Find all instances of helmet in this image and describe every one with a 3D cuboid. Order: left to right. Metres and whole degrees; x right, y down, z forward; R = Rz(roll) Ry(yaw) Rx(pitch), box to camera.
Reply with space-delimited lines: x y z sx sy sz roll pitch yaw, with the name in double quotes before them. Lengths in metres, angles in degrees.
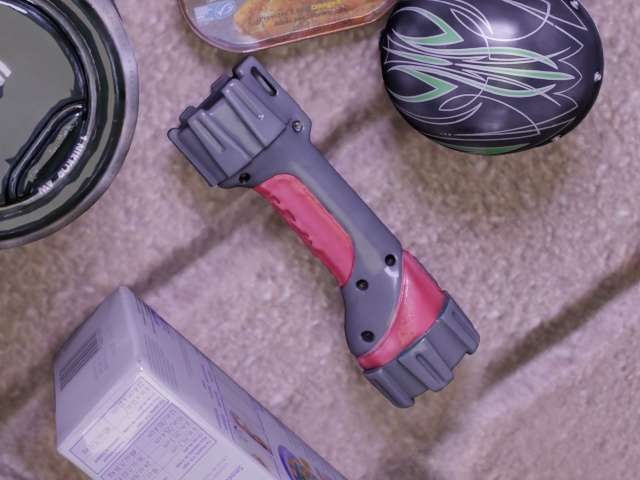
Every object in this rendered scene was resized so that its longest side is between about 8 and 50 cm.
"helmet" 0.134 -0.144 1.427 0.169 0.161 0.169 -2 104 -8

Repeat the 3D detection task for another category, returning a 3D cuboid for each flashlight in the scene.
"flashlight" 0.000 0.000 1.478 0.304 0.103 0.103 46 130 -13

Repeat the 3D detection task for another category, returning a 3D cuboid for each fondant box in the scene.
"fondant box" -0.062 0.199 1.440 0.330 0.238 0.096 41 94 -15

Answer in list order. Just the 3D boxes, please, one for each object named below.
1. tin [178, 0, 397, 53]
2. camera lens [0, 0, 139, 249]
"tin" -0.024 -0.216 1.452 0.190 0.040 0.106 -13 109 -6
"camera lens" -0.248 -0.123 1.315 0.219 0.274 0.219 -2 104 -9
